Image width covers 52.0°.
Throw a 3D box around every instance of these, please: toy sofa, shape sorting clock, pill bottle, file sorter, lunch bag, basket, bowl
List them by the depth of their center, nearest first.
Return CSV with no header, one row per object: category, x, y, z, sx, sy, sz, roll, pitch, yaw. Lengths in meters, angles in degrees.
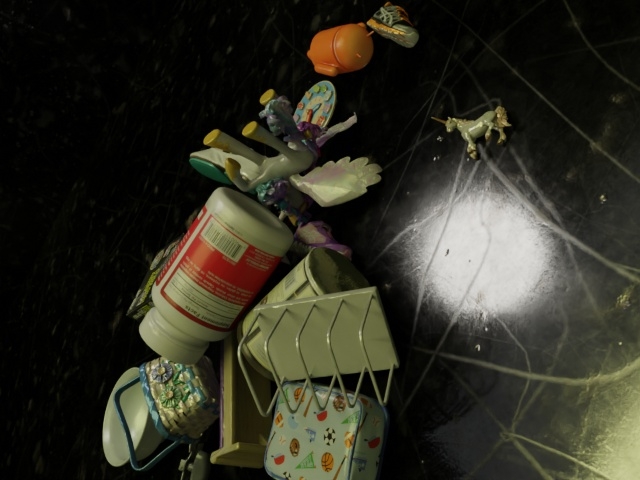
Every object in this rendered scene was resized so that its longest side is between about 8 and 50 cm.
file sorter,-0.005,0.237,1.342,0.277,0.193,0.173,-11,22,20
lunch bag,0.005,0.441,1.433,0.303,0.115,0.243,-2,74,50
pill bottle,-0.264,0.094,1.605,0.408,0.229,0.229,-55,39,10
toy sofa,-0.207,0.390,1.686,0.177,0.150,0.363,-32,50,37
basket,-0.414,0.435,1.755,0.289,0.201,0.255,-39,55,8
shape sorting clock,-0.024,-0.372,1.916,0.206,0.040,0.206,-26,54,42
bowl,-0.553,0.555,2.048,0.298,0.134,0.298,-25,56,43

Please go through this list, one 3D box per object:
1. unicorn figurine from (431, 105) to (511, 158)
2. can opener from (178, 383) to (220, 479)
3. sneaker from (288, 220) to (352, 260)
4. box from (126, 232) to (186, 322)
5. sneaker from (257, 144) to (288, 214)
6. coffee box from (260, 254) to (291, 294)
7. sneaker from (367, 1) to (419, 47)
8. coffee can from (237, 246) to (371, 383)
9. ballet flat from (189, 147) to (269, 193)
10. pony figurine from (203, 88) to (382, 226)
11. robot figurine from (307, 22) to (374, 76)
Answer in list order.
unicorn figurine,0.331,-0.236,1.406,0.161,0.060,0.111,-19,57,26
can opener,-0.318,0.545,1.834,0.095,0.076,0.284,14,83,21
sneaker,0.000,0.000,1.672,0.236,0.095,0.105,11,74,54
box,-0.537,0.127,2.220,0.216,0.060,0.270,-27,35,47
sneaker,-0.094,-0.166,1.870,0.227,0.087,0.130,-56,41,22
coffee box,-0.223,0.004,1.877,0.119,0.168,0.297,-53,39,20
sneaker,0.196,-0.567,1.706,0.083,0.084,0.215,-54,38,11
coffee can,-0.035,0.176,1.532,0.275,0.201,0.202,-44,43,28
ballet flat,-0.279,-0.247,2.122,0.400,0.139,0.139,22,91,49
pony figurine,-0.062,-0.207,1.688,0.351,0.363,0.303,-32,41,18
robot figurine,0.058,-0.527,1.819,0.219,0.158,0.128,8,114,52
